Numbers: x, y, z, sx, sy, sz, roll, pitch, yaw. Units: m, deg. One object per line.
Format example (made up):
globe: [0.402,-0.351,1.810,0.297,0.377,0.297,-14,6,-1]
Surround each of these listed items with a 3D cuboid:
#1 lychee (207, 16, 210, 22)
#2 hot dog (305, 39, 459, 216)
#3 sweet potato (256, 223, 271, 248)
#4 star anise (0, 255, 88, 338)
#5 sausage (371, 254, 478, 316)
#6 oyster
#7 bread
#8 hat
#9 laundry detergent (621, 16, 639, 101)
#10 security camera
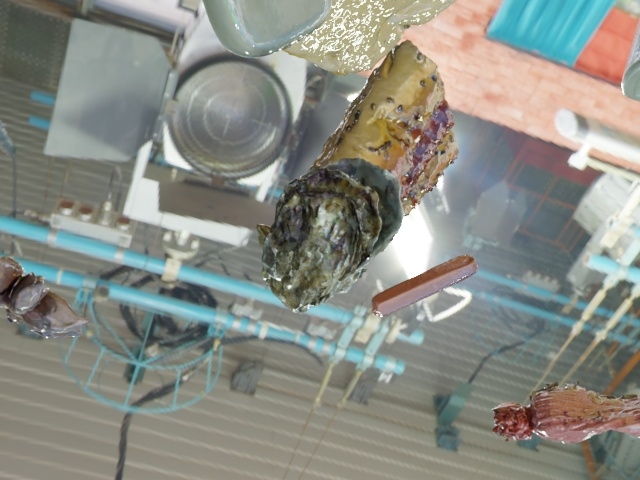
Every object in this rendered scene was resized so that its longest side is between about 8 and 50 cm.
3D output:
lychee: [-0.234,-0.612,2.091,0.140,0.101,0.114,8,-178,-7]
hot dog: [0.108,-0.136,1.495,0.196,0.365,0.367,37,173,24]
sweet potato: [-0.076,0.013,1.337,0.153,0.038,0.041,53,-149,-46]
star anise: [-0.403,0.089,1.064,0.171,0.208,0.063,34,-119,-12]
sausage: [0.130,0.058,0.976,0.147,0.030,0.035,-24,-135,1]
oyster: [-0.001,0.005,1.200,0.158,0.351,0.162,-7,-118,-30]
bread: [-0.013,-0.465,1.134,0.371,0.279,0.390,57,-155,17]
hat: [0.444,0.300,1.356,0.286,0.107,0.236,-8,173,15]
laundry detergent: [0.544,-0.361,1.159,0.105,0.281,0.215,18,178,15]
security camera: [-0.079,-0.344,0.800,0.157,0.302,0.080,-32,-144,-23]
